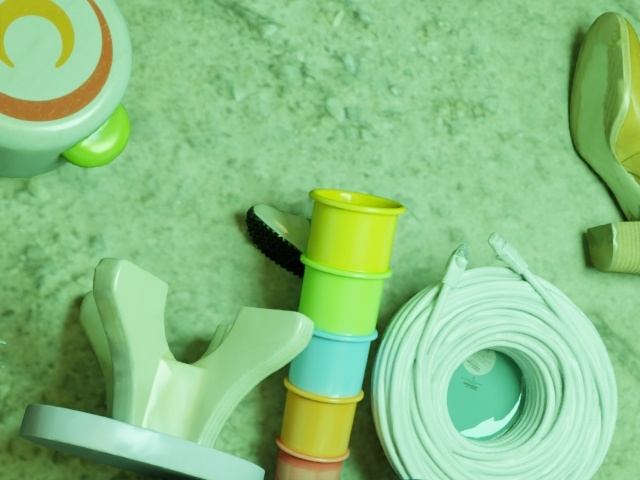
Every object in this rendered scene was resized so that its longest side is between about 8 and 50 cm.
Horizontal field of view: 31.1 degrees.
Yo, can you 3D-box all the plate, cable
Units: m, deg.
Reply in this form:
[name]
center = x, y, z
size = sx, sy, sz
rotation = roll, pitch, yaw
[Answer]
[plate]
center = 0.157, 0.152, 1.218
size = 0.188, 0.024, 0.188
rotation = 1, 85, -13
[cable]
center = 0.171, 0.156, 1.164
size = 0.257, 0.089, 0.257
rotation = 40, 78, -8

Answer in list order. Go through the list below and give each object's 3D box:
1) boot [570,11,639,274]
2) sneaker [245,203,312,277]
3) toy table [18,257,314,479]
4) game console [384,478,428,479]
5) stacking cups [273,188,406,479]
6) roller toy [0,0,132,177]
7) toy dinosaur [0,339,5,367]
[boot]
center = 0.394, -0.102, 1.273
size = 0.211, 0.104, 0.295
rotation = -3, 90, -20
[sneaker]
center = 0.000, 0.000, 1.183
size = 0.161, 0.057, 0.075
rotation = 34, 62, -8
[toy table]
center = -0.136, 0.131, 1.043
size = 0.252, 0.274, 0.161
rotation = 7, 72, 20
[game console]
center = -0.052, 0.337, 1.062
size = 0.293, 0.173, 0.250
rotation = 0, 89, -14
[stacking cups]
center = 0.013, 0.114, 1.111
size = 0.096, 0.096, 0.316
rotation = 6, 98, -14
[roller toy]
center = -0.282, -0.163, 1.073
size = 0.191, 0.146, 0.210
rotation = -1, 79, -23
[toy dinosaur]
center = -0.407, -0.016, 1.045
size = 0.160, 0.121, 0.314
rotation = -15, 94, -23
